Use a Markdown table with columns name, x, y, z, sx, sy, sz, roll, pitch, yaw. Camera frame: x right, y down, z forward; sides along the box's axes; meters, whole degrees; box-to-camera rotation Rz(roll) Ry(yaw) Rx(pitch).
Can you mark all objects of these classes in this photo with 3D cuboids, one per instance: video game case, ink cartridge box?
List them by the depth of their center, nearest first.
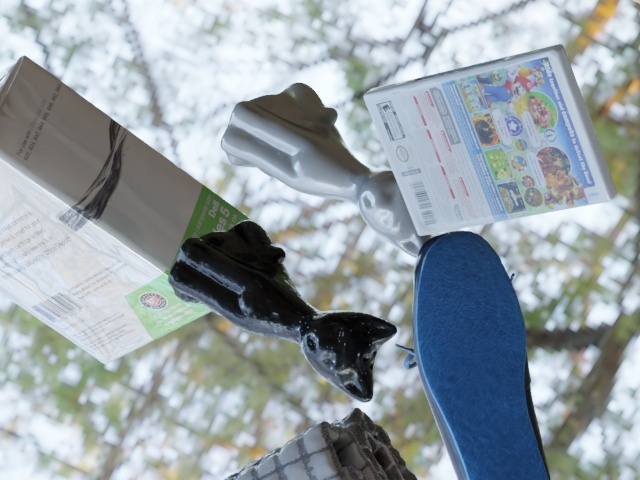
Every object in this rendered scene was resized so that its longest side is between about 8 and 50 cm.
| name | x | y | z | sx | sy | sz | roll | pitch | yaw |
| --- | --- | --- | --- | --- | --- | --- | --- | --- | --- |
| video game case | 0.089 | -0.051 | 1.017 | 0.011 | 0.122 | 0.087 | -41 | -66 | -49 |
| ink cartridge box | -0.237 | -0.023 | 1.783 | 0.273 | 0.198 | 0.115 | 37 | -128 | -23 |

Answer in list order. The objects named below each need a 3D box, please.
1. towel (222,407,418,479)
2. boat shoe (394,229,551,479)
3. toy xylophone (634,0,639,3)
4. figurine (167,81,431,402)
| name | x | y | z | sx | sy | sz | roll | pitch | yaw |
| --- | --- | --- | --- | --- | --- | --- | --- | --- | --- |
| towel | -0.003 | 0.276 | 1.138 | 0.284 | 0.235 | 0.121 | 61 | -163 | 11 |
| boat shoe | 0.115 | 0.119 | 1.530 | 0.109 | 0.258 | 0.089 | -9 | -175 | -9 |
| toy xylophone | 0.169 | -0.210 | 1.111 | 0.322 | 0.236 | 0.081 | 17 | -125 | 12 |
| figurine | 0.000 | 0.000 | 1.604 | 0.209 | 0.215 | 0.092 | 31 | -162 | 32 |
